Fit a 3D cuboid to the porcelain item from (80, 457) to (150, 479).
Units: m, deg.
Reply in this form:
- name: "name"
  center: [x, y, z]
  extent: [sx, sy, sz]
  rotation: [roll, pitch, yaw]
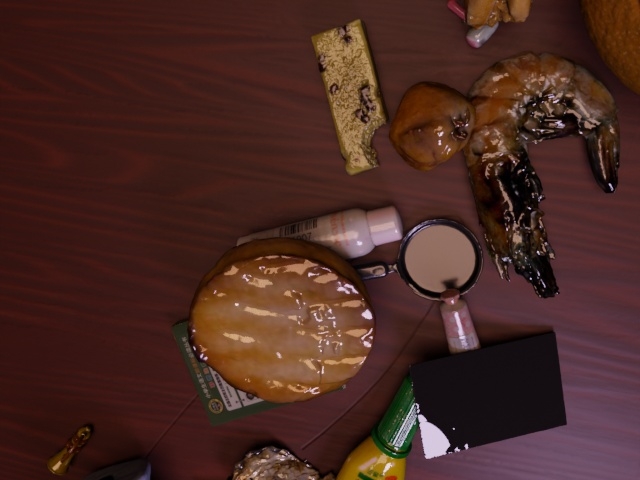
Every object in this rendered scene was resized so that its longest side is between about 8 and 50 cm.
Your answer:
- name: "porcelain item"
  center: [-0.329, 0.628, 1.089]
  extent: [0.242, 0.178, 0.405]
  rotation: [-20, 96, 14]

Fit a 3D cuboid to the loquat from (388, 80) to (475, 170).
- name: "loquat"
  center: [0.165, -0.168, 0.870]
  extent: [0.113, 0.137, 0.137]
  rotation: [30, 107, -26]

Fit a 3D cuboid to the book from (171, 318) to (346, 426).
- name: "book"
  center: [-0.111, 0.203, 1.046]
  extent: [0.264, 0.027, 0.202]
  rotation: [-20, 97, 13]

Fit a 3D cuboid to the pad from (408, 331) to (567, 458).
- name: "pad"
  center: [0.273, 0.250, 0.957]
  extent: [0.245, 0.006, 0.170]
  rotation: [-12, 101, -3]

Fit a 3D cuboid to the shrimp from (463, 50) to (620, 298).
- name: "shrimp"
  center: [0.340, -0.101, 0.878]
  extent: [0.233, 0.071, 0.365]
  rotation: [-15, 89, 10]

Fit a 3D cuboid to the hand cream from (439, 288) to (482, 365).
- name: "hand cream"
  center: [0.233, 0.176, 0.963]
  extent: [0.067, 0.043, 0.210]
  rotation: [-15, 110, 12]

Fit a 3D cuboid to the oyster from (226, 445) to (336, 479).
- name: "oyster"
  center: [-0.067, 0.443, 1.056]
  extent: [0.191, 0.081, 0.163]
  rotation: [-20, 91, -7]

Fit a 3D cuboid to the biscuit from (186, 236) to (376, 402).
- name: "biscuit"
  center: [-0.058, 0.126, 0.935]
  extent: [0.296, 0.102, 0.296]
  rotation: [2, 120, 3]

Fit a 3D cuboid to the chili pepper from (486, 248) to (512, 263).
- name: "chili pepper"
  center: [0.309, 0.020, 0.934]
  extent: [0.091, 0.034, 0.030]
  rotation: [0, 67, 12]

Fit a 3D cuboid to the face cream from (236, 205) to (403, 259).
- name: "face cream"
  center: [0.000, 0.000, 0.959]
  extent: [0.269, 0.082, 0.082]
  rotation: [-15, 98, 13]

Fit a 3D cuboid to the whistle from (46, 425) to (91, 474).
- name: "whistle"
  center: [-0.485, 0.401, 1.138]
  extent: [0.046, 0.057, 0.109]
  rotation: [45, 106, 21]

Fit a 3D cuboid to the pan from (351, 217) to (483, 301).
- name: "pan"
  center: [0.144, 0.038, 0.965]
  extent: [0.235, 0.028, 0.136]
  rotation: [-9, 98, 9]

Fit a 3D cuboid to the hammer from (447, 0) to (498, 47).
- name: "hammer"
  center: [0.221, -0.330, 0.882]
  extent: [0.083, 0.031, 0.052]
  rotation: [43, 102, 7]

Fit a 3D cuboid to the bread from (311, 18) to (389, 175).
- name: "bread"
  center: [0.054, -0.220, 0.923]
  extent: [0.088, 0.049, 0.226]
  rotation: [-15, 98, 13]

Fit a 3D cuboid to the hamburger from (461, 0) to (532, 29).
- name: "hamburger"
  center: [0.230, -0.395, 0.778]
  extent: [0.108, 0.214, 0.214]
  rotation: [1, 101, 14]

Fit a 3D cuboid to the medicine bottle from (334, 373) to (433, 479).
- name: "medicine bottle"
  center: [0.107, 0.365, 1.011]
  extent: [0.111, 0.076, 0.309]
  rotation: [20, 103, -15]

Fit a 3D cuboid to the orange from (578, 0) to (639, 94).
- name: "orange"
  center: [0.473, -0.325, 0.683]
  extent: [0.322, 0.322, 0.357]
  rotation: [-7, 90, 12]
